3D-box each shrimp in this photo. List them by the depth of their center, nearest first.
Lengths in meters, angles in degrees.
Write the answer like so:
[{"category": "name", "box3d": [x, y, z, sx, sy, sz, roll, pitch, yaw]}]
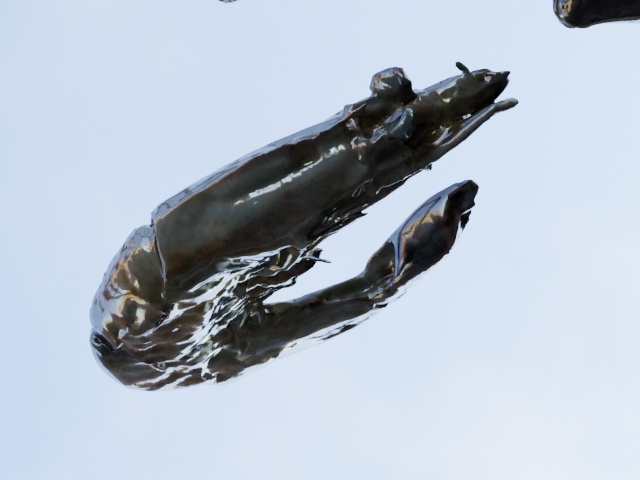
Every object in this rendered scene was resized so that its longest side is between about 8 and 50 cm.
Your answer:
[{"category": "shrimp", "box3d": [0.000, 0.000, 1.163, 0.360, 0.085, 0.247, -39, -33, 29]}]

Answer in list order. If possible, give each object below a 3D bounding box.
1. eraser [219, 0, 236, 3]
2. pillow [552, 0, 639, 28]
[{"category": "eraser", "box3d": [-0.051, -0.224, 0.455, 0.290, 0.087, 0.171, 51, -119, -27]}, {"category": "pillow", "box3d": [0.213, -0.168, 1.141, 0.136, 0.091, 0.055, 7, -53, -7]}]
